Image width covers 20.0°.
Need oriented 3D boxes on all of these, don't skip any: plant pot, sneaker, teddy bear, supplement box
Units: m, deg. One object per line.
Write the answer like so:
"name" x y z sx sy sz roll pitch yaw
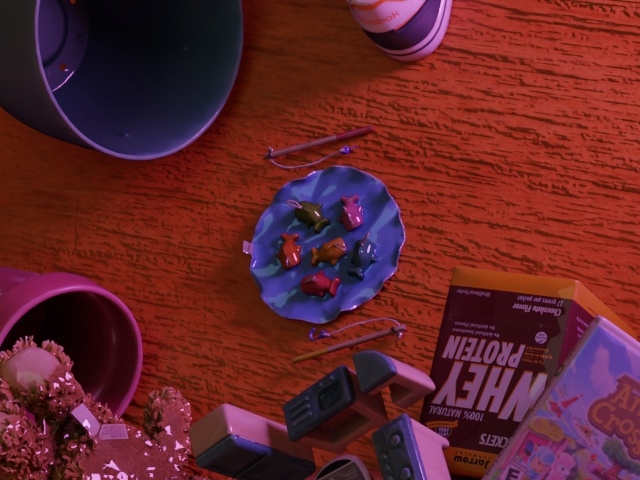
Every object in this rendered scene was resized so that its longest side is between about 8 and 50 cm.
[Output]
"plant pot" -0.330 0.117 2.049 0.180 0.201 0.201 27 85 48
"sneaker" 0.098 -0.372 2.040 0.126 0.127 0.321 -5 68 27
"plant pot" -0.274 -0.246 2.104 0.235 0.293 0.293 8 75 47
"teddy bear" -0.230 0.249 1.913 0.113 0.338 0.245 -45 28 45
"supplement box" 0.199 0.149 1.749 0.129 0.191 0.194 6 75 30

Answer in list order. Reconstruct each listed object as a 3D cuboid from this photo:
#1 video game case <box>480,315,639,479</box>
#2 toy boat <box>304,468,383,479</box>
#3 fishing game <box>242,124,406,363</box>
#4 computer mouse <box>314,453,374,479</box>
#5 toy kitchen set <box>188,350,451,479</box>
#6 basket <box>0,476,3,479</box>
"video game case" 0.275 0.203 1.617 0.212 0.023 0.193 35 90 -11
"toy boat" 0.027 0.384 1.795 0.267 0.148 0.318 0 64 22
"fishing game" 0.000 0.000 2.001 0.189 0.041 0.264 -13 66 20
"computer mouse" 0.047 0.293 1.719 0.106 0.042 0.193 -30 57 23
"toy kitchen set" 0.003 0.206 1.665 0.207 0.122 0.166 -37 48 27
"basket" -0.519 0.271 2.008 0.328 0.331 0.266 37 85 33
